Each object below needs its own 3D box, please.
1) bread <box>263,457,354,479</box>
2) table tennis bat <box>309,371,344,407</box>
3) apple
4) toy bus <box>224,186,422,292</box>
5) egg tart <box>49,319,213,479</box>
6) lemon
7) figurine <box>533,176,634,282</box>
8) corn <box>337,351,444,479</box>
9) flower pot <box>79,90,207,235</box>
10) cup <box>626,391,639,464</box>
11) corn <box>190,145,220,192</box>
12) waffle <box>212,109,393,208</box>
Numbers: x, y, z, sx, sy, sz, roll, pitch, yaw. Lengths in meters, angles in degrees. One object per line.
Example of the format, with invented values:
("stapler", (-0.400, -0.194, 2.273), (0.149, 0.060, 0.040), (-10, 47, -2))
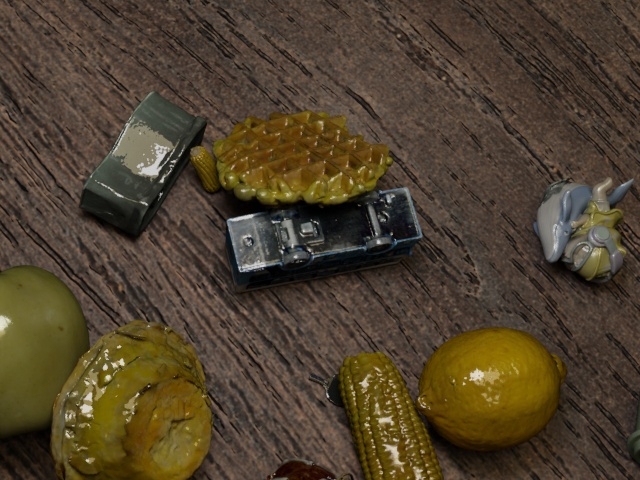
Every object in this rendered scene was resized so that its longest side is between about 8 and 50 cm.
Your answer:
("bread", (-0.002, 0.405, 1.734), (0.212, 0.224, 0.142), (25, 59, 26))
("table tennis bat", (0.021, 0.227, 1.932), (0.083, 0.007, 0.050), (25, 64, 0))
("apple", (-0.457, 0.159, 1.744), (0.262, 0.262, 0.262), (4, 65, -9))
("toy bus", (0.000, 0.000, 1.964), (0.297, 0.131, 0.106), (-10, 70, -16))
("egg tart", (-0.240, 0.259, 1.735), (0.116, 0.295, 0.294), (3, 55, 40))
("lemon", (0.257, 0.223, 1.880), (0.257, 0.188, 0.188), (-9, 68, -19))
("figurine", (0.442, -0.024, 2.065), (0.208, 0.128, 0.184), (-34, 78, -27))
("corn", (0.116, 0.335, 1.841), (0.120, 0.120, 0.363), (-14, 69, -16))
("flower pot", (-0.280, -0.123, 1.981), (0.108, 0.103, 0.229), (28, 64, 1))
("cup", (0.542, 0.281, 1.952), (0.120, 0.120, 0.141), (14, 56, -4))
("corn", (-0.184, -0.115, 2.004), (0.037, 0.092, 0.037), (-11, 50, 14))
("waffle", (-0.027, -0.134, 1.981), (0.282, 0.058, 0.300), (-6, 31, -10))
